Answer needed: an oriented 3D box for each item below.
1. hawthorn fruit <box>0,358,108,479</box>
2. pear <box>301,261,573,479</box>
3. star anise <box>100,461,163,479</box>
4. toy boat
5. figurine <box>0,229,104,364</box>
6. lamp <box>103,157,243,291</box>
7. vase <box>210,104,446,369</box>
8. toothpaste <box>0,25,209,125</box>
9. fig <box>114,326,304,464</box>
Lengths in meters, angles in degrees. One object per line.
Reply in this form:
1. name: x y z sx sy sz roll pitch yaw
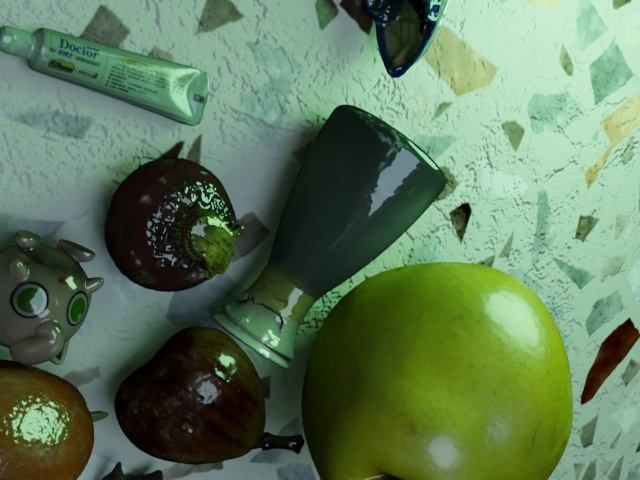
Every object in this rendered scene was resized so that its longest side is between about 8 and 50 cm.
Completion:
1. hawthorn fruit: -0.325 0.209 0.959 0.251 0.199 0.200 -11 112 -48
2. pear: 0.148 0.204 1.194 0.418 0.362 0.363 -43 132 -54
3. star anise: -0.273 0.381 1.126 0.212 0.073 0.197 -24 116 -26
4. toy boat: 0.094 -0.334 1.132 0.115 0.114 0.262 -35 128 -38
5. figurine: -0.302 0.062 0.965 0.125 0.125 0.138 20 87 -39
6. lamp: -0.162 -0.014 1.037 0.157 0.135 0.156 -20 116 -28
7. vase: 0.000 0.000 1.159 0.173 0.173 0.321 39 87 -39
8. toothpaste: -0.229 -0.183 0.994 0.255 0.037 0.067 11 93 -42
9. fig: -0.120 0.212 1.137 0.170 0.145 0.274 -49 129 5
